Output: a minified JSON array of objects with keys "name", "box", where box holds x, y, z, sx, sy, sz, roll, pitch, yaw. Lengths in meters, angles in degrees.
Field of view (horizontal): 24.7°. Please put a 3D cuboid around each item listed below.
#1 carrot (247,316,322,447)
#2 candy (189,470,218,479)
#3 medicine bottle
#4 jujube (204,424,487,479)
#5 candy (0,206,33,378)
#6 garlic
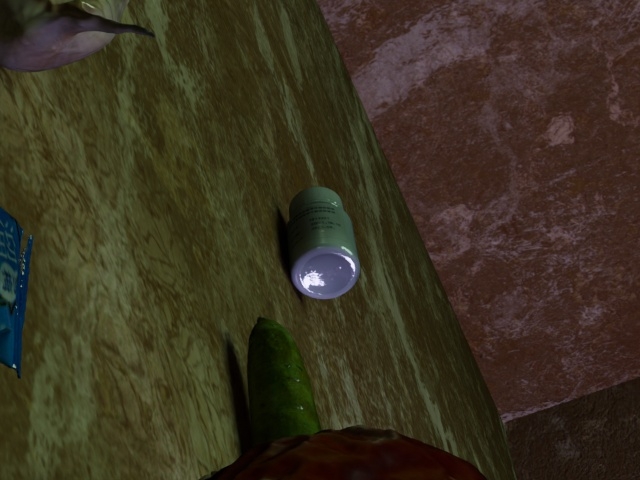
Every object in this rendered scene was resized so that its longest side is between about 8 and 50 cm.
[{"name":"carrot","box":[-0.016,0.205,1.176,0.074,0.074,0.358,58,13,-52]},{"name":"candy","box":[-0.071,0.192,0.862,0.095,0.085,0.110,41,32,-50]},{"name":"medicine bottle","box":[0.000,0.000,1.692,0.130,0.080,0.080,-99,166,-54]},{"name":"jujube","box":[0.002,0.188,0.715,0.290,0.197,0.197,6,63,-60]},{"name":"candy","box":[-0.187,0.004,0.734,0.136,0.038,0.088,47,37,-50]},{"name":"garlic","box":[-0.162,-0.157,0.923,0.198,0.129,0.090,-96,179,-67]}]
